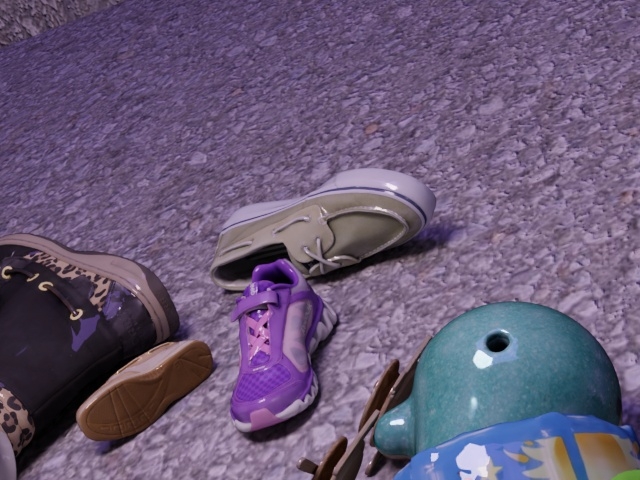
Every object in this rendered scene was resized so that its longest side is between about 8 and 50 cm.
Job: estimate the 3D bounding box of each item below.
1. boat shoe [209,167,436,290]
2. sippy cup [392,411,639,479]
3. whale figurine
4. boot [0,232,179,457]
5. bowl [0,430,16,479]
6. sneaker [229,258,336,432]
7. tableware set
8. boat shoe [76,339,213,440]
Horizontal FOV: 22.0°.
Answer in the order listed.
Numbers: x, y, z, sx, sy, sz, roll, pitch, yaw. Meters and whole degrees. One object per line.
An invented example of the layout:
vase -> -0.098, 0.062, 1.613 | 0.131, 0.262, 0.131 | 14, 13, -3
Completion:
boat shoe -> 0.000, 0.000, 1.869 | 0.302, 0.109, 0.094 | -16, 40, 41
sippy cup -> 0.138, 0.232, 0.983 | 0.305, 0.240, 0.224 | -30, 58, 31
whale figurine -> 0.136, 0.162, 1.323 | 0.216, 0.141, 0.272 | 11, 50, 27
boot -> -0.374, 0.129, 1.905 | 0.377, 0.138, 0.284 | 8, 40, 42
bowl -> -0.396, 0.238, 1.633 | 0.156, 0.289, 0.289 | 11, 0, -38
sneaker -> -0.053, 0.100, 1.688 | 0.095, 0.104, 0.236 | -15, 27, 18
tableware set -> 0.030, 0.170, 1.441 | 0.039, 0.128, 0.194 | 27, 45, 14
boat shoe -> -0.194, 0.159, 1.761 | 0.170, 0.063, 0.059 | -29, 20, -31
